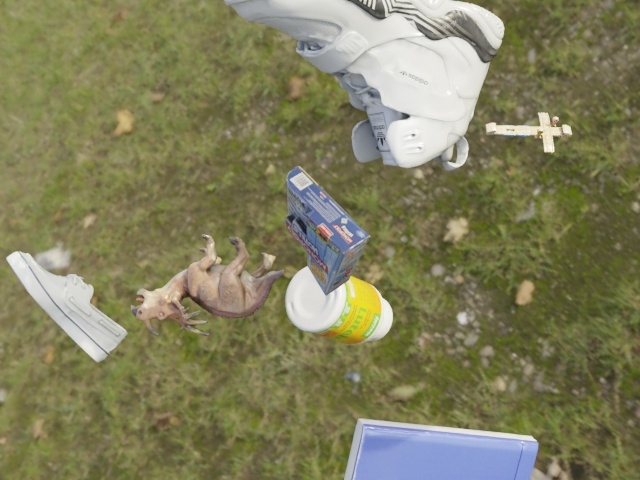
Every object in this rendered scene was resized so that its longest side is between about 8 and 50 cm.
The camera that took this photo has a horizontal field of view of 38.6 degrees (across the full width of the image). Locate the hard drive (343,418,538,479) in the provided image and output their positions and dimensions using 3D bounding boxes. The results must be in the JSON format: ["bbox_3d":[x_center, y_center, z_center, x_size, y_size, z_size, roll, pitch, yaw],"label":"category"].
[{"bbox_3d":[0.197,0.419,1.551,0.040,0.319,0.210,-134,55,-71],"label":"hard drive"}]

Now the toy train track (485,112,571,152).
[{"bbox_3d":[0.202,-0.109,0.882,0.083,0.014,0.048,1,59,-3],"label":"toy train track"}]

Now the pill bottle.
[{"bbox_3d":[0.048,0.140,1.886,0.136,0.246,0.136,-10,70,31],"label":"pill bottle"}]

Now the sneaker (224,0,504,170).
[{"bbox_3d":[0.051,-0.201,1.101,0.137,0.366,0.210,17,99,63],"label":"sneaker"}]

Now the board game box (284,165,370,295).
[{"bbox_3d":[0.000,0.000,1.608,0.060,0.194,0.194,-32,61,-21],"label":"board game box"}]

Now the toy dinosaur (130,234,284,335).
[{"bbox_3d":[-0.196,0.103,1.768,0.296,0.127,0.200,5,73,23],"label":"toy dinosaur"}]

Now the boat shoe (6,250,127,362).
[{"bbox_3d":[-0.431,0.098,1.567,0.084,0.258,0.095,-41,38,-11],"label":"boat shoe"}]
